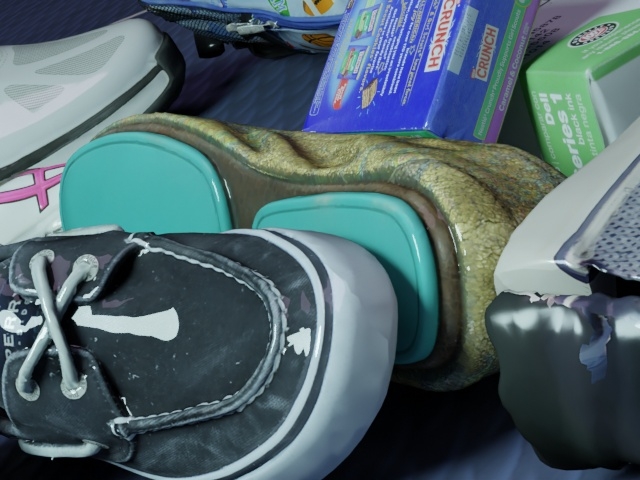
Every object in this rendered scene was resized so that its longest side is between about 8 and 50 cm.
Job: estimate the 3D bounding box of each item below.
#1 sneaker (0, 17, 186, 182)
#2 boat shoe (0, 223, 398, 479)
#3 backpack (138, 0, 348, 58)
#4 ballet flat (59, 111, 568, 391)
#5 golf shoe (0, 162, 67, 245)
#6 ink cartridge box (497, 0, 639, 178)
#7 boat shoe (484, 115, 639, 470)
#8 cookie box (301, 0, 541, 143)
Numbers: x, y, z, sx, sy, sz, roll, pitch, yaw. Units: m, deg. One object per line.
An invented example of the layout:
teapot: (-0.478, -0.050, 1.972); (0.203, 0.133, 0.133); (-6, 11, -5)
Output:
sneaker: (-0.333, -0.117, 1.275); (0.447, 0.257, 0.169); (-25, 18, -7)
boat shoe: (-0.091, 0.041, 0.740); (0.102, 0.108, 0.301); (15, -8, -35)
backpack: (0.001, -0.253, 1.258); (0.263, 0.276, 0.213); (13, 5, 31)
ballet flat: (0.000, 0.000, 0.820); (0.123, 0.123, 0.348); (-32, 21, -26)
golf shoe: (-0.137, -0.017, 1.073); (0.186, 0.067, 0.086); (-31, 21, -23)
ink cartridge box: (0.133, -0.079, 0.889); (0.160, 0.092, 0.219); (-31, 20, -23)
boat shoe: (0.208, -0.032, 0.660); (0.158, 0.127, 0.340); (2, 38, 39)
cookie box: (0.046, -0.083, 0.824); (0.107, 0.040, 0.092); (4, 73, 60)
